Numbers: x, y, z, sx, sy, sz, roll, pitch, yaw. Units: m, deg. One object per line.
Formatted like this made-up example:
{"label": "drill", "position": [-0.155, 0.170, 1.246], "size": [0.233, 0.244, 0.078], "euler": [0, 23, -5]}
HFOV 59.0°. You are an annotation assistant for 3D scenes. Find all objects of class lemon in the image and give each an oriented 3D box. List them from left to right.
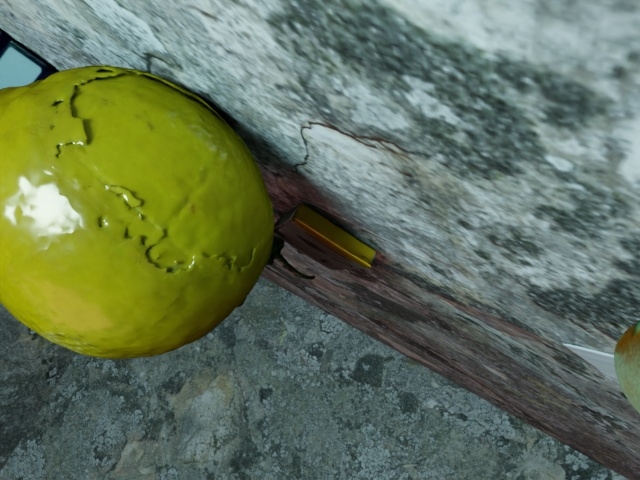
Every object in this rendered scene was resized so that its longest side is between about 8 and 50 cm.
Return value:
{"label": "lemon", "position": [-0.198, -0.026, 0.571], "size": [0.297, 0.297, 0.297], "euler": [30, 171, 5]}

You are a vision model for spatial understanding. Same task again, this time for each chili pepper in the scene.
{"label": "chili pepper", "position": [-0.133, -0.021, 0.943], "size": [0.279, 0.065, 0.122], "euler": [39, 176, 34]}

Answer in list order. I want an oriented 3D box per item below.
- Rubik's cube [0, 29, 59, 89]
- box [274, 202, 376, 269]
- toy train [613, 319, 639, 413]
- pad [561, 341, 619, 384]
{"label": "Rubik's cube", "position": [-0.539, -0.166, 0.888], "size": [0.294, 0.283, 0.288], "euler": [34, 171, -26]}
{"label": "box", "position": [0.000, 0.000, 0.850], "size": [0.129, 0.033, 0.247], "euler": [33, 171, -9]}
{"label": "toy train", "position": [0.266, 0.086, 0.294], "size": [0.177, 0.116, 0.285], "euler": [41, 175, 16]}
{"label": "pad", "position": [0.390, 0.166, 0.604], "size": [0.156, 0.004, 0.232], "euler": [33, 170, -19]}
